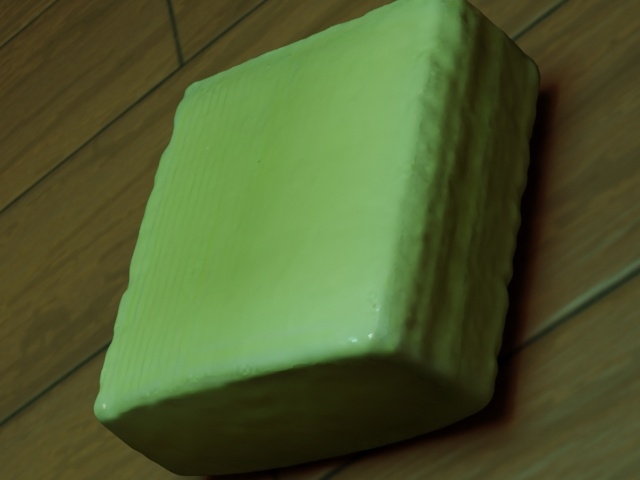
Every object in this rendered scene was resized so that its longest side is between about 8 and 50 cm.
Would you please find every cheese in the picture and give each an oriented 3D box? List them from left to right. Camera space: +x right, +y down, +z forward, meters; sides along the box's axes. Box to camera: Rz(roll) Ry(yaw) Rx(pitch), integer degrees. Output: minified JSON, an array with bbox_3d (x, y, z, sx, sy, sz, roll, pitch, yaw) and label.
[{"bbox_3d":[0.000,0.000,1.093,0.242,0.124,0.265,-20,45,39],"label":"cheese"}]
